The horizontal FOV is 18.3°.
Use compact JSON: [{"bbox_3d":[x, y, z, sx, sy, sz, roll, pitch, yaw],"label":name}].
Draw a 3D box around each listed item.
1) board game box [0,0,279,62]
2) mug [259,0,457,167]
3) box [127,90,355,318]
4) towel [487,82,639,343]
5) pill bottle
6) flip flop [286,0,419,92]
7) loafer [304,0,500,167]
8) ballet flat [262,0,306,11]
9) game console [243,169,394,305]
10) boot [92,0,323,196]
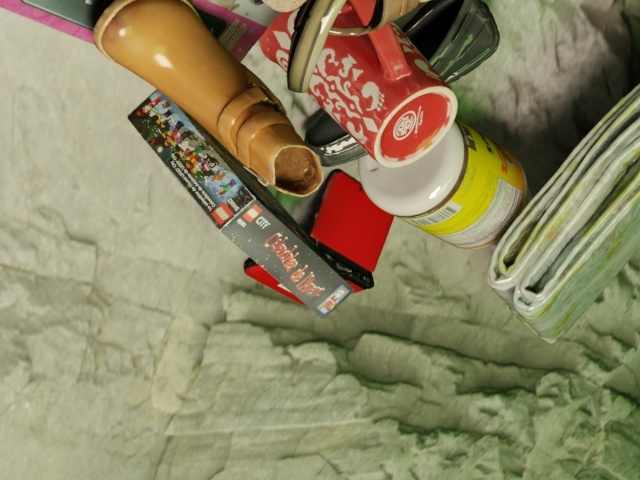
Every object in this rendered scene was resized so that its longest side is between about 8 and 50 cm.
[{"bbox_3d":[-0.129,-0.256,1.541,0.224,0.097,0.303,-51,147,15],"label":"board game box"},{"bbox_3d":[0.030,-0.158,1.758,0.113,0.169,0.150,-42,149,4],"label":"mug"},{"bbox_3d":[-0.070,-0.031,1.821,0.044,0.159,0.233,-42,148,3],"label":"box"},{"bbox_3d":[0.314,-0.042,2.170,0.320,0.090,0.374,-49,166,2],"label":"towel"},{"bbox_3d":[0.137,-0.059,2.043,0.117,0.117,0.215,-47,148,11],"label":"pill bottle"},{"bbox_3d":[0.057,-0.227,1.577,0.080,0.112,0.277,32,104,-12],"label":"flip flop"},{"bbox_3d":[0.070,-0.158,1.900,0.223,0.076,0.078,-39,135,-1],"label":"loafer"},{"bbox_3d":[0.031,-0.320,1.486,0.107,0.106,0.316,28,74,-45],"label":"ballet flat"},{"bbox_3d":[0.000,0.000,2.072,0.124,0.085,0.144,-17,156,24],"label":"game console"},{"bbox_3d":[-0.079,-0.112,1.536,0.073,0.152,0.197,-48,149,13],"label":"boot"}]
